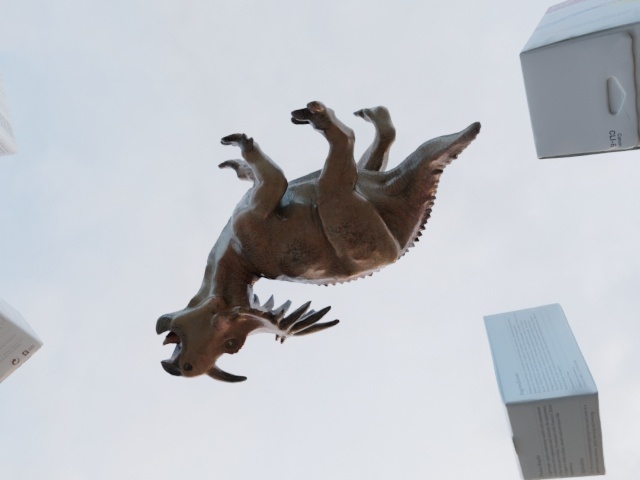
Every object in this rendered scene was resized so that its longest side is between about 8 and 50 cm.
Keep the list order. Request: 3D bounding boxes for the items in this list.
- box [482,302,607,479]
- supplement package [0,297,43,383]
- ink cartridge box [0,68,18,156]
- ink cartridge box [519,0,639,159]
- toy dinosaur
[{"bbox_3d":[0.329,0.224,0.719,0.119,0.182,0.181,-13,-60,16],"label":"box"},{"bbox_3d":[-0.431,0.086,0.540,0.105,0.105,0.179,-46,-44,-22],"label":"supplement package"},{"bbox_3d":[-0.483,-0.263,0.623,0.060,0.275,0.239,-14,-95,-19],"label":"ink cartridge box"},{"bbox_3d":[0.309,-0.189,0.527,0.176,0.127,0.128,-50,-54,-41],"label":"ink cartridge box"},{"bbox_3d":[0.000,0.000,0.415,0.295,0.127,0.200,-16,-87,17],"label":"toy dinosaur"}]
